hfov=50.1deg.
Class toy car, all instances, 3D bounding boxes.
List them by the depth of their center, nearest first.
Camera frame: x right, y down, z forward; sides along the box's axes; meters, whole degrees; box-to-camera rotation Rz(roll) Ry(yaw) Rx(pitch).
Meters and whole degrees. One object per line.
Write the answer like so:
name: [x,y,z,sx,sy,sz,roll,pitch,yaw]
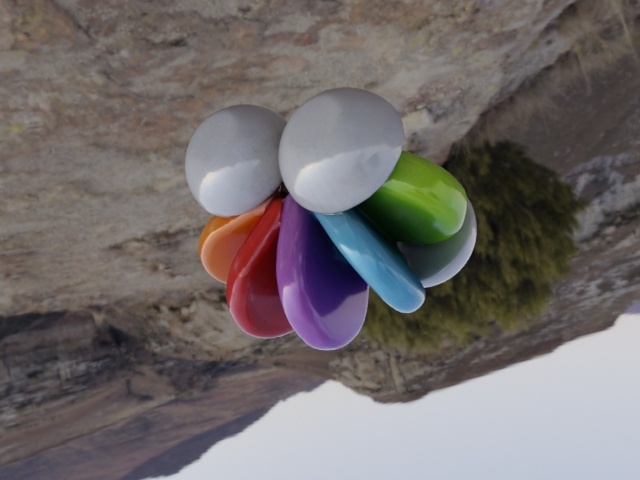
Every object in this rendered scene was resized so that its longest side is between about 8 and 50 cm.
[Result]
toy car: [0.000,0.000,0.429,0.182,0.136,0.159,0,153,36]
